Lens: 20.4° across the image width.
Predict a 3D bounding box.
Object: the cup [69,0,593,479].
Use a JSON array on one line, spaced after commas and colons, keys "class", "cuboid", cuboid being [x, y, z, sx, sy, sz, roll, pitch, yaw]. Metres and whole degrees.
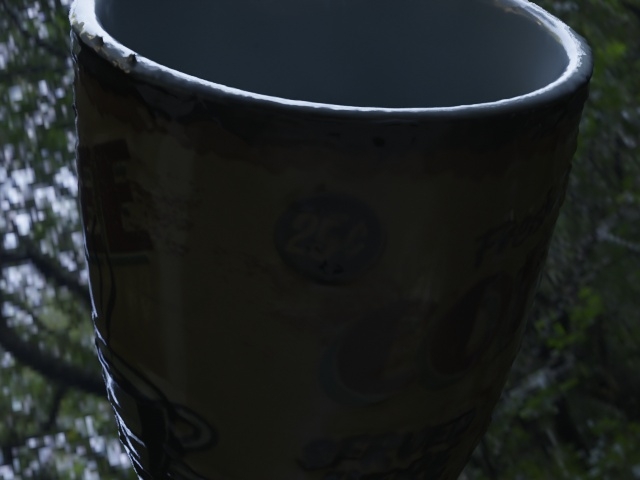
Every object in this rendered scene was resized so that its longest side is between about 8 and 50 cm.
[{"class": "cup", "cuboid": [0.000, 0.000, 0.855, 0.227, 0.301, 0.257, 13, -64, 10]}]
